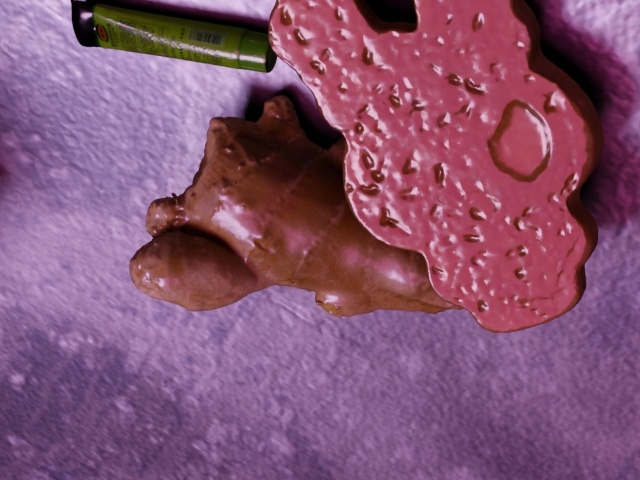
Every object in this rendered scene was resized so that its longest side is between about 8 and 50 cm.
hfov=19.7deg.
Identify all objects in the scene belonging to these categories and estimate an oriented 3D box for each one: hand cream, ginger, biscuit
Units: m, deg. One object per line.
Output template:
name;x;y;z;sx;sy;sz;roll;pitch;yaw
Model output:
hand cream;-0.084;-0.115;1.047;0.122;0.023;0.036;10;141;15
ginger;-0.006;-0.013;1.065;0.205;0.115;0.081;5;151;-13
biscuit;0.073;-0.060;0.991;0.144;0.040;0.236;-20;107;25
